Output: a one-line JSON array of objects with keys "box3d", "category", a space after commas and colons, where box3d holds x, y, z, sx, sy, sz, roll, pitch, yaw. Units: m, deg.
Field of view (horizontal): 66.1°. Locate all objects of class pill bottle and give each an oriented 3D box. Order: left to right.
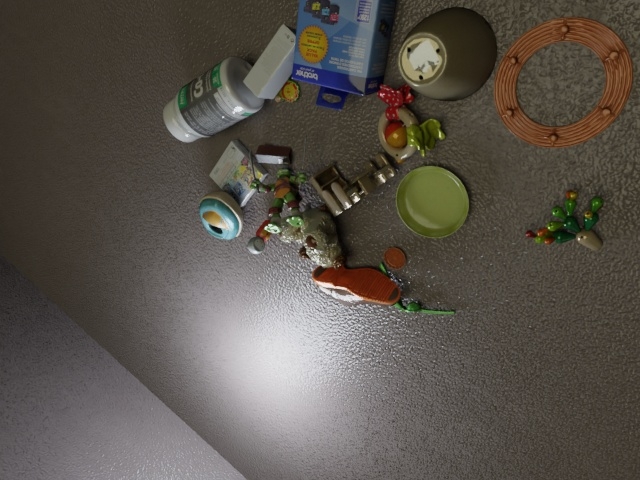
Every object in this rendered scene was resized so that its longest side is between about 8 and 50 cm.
[{"box3d": [-0.396, -0.500, 1.794, 0.361, 0.204, 0.204, -17, 100, 35], "category": "pill bottle"}]

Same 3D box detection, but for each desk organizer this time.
[{"box3d": [-0.172, -0.318, 1.828, 0.130, 0.050, 0.047, 7, 148, 12], "category": "desk organizer"}]

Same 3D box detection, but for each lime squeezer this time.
[{"box3d": [0.322, 0.209, 1.761, 0.310, 0.059, 0.110, 34, 93, 17], "category": "lime squeezer"}]

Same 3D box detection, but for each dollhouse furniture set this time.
[{"box3d": [0.083, -0.201, 1.630, 0.161, 0.212, 0.242, 55, 153, -2], "category": "dollhouse furniture set"}]

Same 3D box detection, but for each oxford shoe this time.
[{"box3d": [0.141, 0.182, 1.814, 0.363, 0.130, 0.133, 15, 141, 38], "category": "oxford shoe"}]

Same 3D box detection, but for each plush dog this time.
[{"box3d": [0.000, 0.000, 1.807, 0.262, 0.210, 0.226, 20, 138, 47], "category": "plush dog"}]

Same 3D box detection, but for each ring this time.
[{"box3d": [0.636, -0.413, 1.313, 0.336, 0.032, 0.337, 13, 117, 27], "category": "ring"}]

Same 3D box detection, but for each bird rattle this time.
[{"box3d": [0.244, -0.353, 1.523, 0.253, 0.143, 0.207, 49, 142, 9], "category": "bird rattle"}]

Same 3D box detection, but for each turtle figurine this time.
[{"box3d": [-0.147, -0.182, 1.713, 0.275, 0.197, 0.266, 109, 157, -59], "category": "turtle figurine"}]

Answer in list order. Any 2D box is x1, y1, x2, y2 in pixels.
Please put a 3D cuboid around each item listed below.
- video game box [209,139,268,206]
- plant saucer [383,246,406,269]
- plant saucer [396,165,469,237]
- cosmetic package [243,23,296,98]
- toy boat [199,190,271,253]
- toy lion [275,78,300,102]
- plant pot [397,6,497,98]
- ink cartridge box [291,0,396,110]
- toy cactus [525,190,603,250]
[{"box3d": [-0.326, -0.262, 1.949, 0.187, 0.048, 0.205, 49, 126, 7], "category": "video game box"}, {"box3d": [0.265, 0.062, 1.747, 0.083, 0.013, 0.084, 12, 115, 28], "category": "plant saucer"}, {"box3d": [0.364, -0.127, 1.594, 0.240, 0.037, 0.241, 13, 116, 27], "category": "plant saucer"}, {"box3d": [-0.144, -0.588, 1.635, 0.085, 0.117, 0.231, 47, 113, 7], "category": "cosmetic package"}, {"box3d": [-0.347, -0.063, 1.951, 0.318, 0.148, 0.267, 23, 151, 9], "category": "toy boat"}, {"box3d": [-0.119, -0.533, 1.723, 0.096, 0.034, 0.100, -10, 104, 27], "category": "toy lion"}, {"box3d": [0.315, -0.494, 1.323, 0.256, 0.274, 0.257, 12, 115, 27], "category": "plant pot"}, {"box3d": [0.068, -0.611, 1.505, 0.269, 0.151, 0.396, 20, 120, 23], "category": "ink cartridge box"}, {"box3d": [0.718, -0.039, 1.394, 0.180, 0.112, 0.219, 37, 124, -10], "category": "toy cactus"}]
